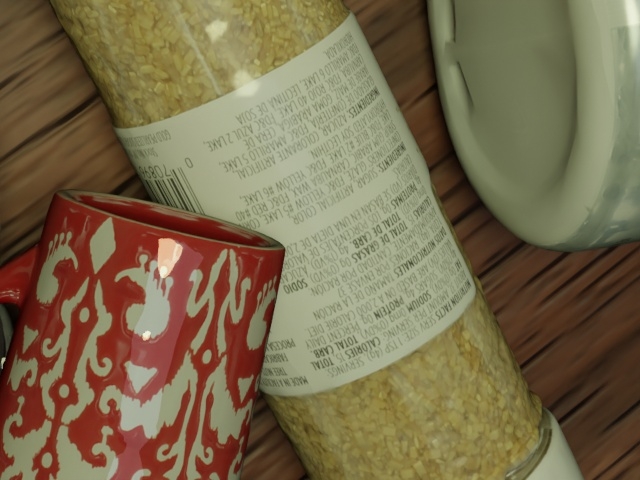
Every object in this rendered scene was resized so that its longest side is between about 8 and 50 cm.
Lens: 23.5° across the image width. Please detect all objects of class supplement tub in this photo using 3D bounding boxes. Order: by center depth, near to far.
[{"bbox_3d":[0.224,-0.112,0.709,0.316,0.193,0.194,-11,103,-16],"label":"supplement tub"}]

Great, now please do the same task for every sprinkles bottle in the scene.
[{"bbox_3d":[0.000,0.000,0.691,0.121,0.121,0.355,-31,107,-11],"label":"sprinkles bottle"}]

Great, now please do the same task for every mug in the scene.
[{"bbox_3d":[-0.092,0.069,0.586,0.150,0.113,0.169,12,96,-31],"label":"mug"}]

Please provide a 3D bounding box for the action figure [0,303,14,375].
[{"bbox_3d":[-0.161,0.073,0.665,0.185,0.099,0.285,-23,111,-27],"label":"action figure"}]
